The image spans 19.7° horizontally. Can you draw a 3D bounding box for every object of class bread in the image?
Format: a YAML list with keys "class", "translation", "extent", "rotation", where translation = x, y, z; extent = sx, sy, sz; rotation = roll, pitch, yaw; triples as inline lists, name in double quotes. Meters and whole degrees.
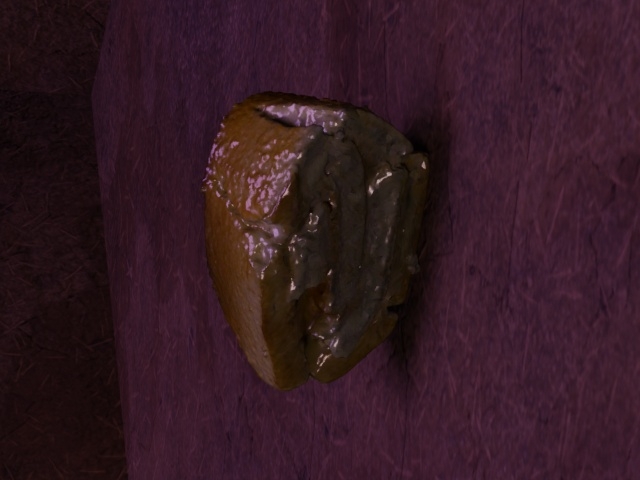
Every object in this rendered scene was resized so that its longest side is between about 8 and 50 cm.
- class: "bread"
  translation: [0.000, 0.000, 1.571]
  extent: [0.124, 0.186, 0.257]
  rotation: [29, 121, 54]
